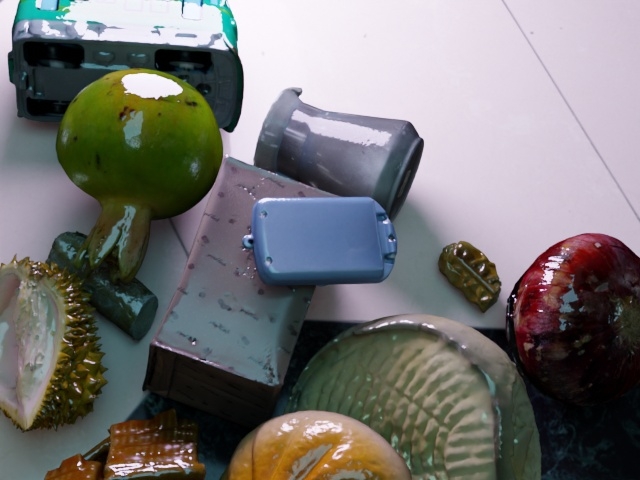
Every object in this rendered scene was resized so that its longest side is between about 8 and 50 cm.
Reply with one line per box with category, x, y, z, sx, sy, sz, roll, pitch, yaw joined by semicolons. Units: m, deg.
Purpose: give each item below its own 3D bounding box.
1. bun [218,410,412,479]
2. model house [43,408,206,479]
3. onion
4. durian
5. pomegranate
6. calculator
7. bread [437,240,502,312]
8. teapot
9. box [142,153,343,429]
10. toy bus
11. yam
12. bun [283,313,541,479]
bun;-0.026;0.360;1.718;0.164;0.299;0.299;1;56;-53
model house;-0.260;0.321;1.774;0.199;0.229;0.220;8;64;-10
onion;0.373;0.115;1.965;0.246;0.190;0.246;4;81;-30
durian;-0.374;0.139;1.890;0.138;0.183;0.250;-3;75;-34
pomegranate;-0.257;-0.090;1.918;0.236;0.236;0.302;9;68;-3
calculator;0.000;0.000;1.808;0.210;0.039;0.121;-2;68;-17
bread;0.223;0.047;2.050;0.110;0.060;0.066;44;97;14
teapot;0.019;-0.111;2.053;0.225;0.171;0.203;22;95;11
box;-0.104;0.076;1.904;0.190;0.225;0.297;19;65;0
toy bus;-0.285;-0.285;2.069;0.343;0.184;0.199;4;47;-6
yam;-0.308;0.061;1.966;0.179;0.078;0.078;39;67;12
bun;0.137;0.276;1.831;0.364;0.202;0.364;-3;84;31
